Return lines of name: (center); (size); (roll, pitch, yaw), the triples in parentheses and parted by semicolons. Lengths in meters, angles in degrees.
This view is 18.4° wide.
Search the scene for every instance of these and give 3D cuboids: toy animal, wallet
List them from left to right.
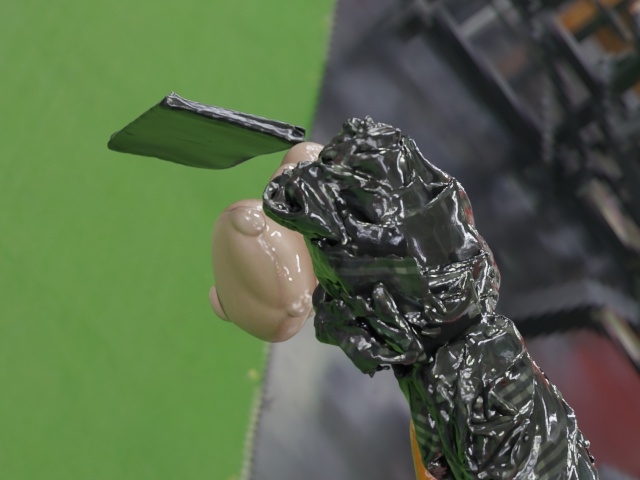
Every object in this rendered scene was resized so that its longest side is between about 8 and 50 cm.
wallet: (-0.122, -0.106, 2.009); (0.146, 0.030, 0.285); (10, -7, -16)
toy animal: (0.000, 0.000, 1.782); (0.198, 0.171, 0.171); (-21, 73, -26)

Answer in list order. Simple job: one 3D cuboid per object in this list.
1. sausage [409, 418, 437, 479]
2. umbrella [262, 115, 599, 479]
sausage: (0.124, 0.294, 1.680); (0.053, 0.053, 0.347); (20, 55, -56)
umbrella: (0.082, 0.081, 1.252); (0.336, 0.128, 0.154); (58, 6, -17)
